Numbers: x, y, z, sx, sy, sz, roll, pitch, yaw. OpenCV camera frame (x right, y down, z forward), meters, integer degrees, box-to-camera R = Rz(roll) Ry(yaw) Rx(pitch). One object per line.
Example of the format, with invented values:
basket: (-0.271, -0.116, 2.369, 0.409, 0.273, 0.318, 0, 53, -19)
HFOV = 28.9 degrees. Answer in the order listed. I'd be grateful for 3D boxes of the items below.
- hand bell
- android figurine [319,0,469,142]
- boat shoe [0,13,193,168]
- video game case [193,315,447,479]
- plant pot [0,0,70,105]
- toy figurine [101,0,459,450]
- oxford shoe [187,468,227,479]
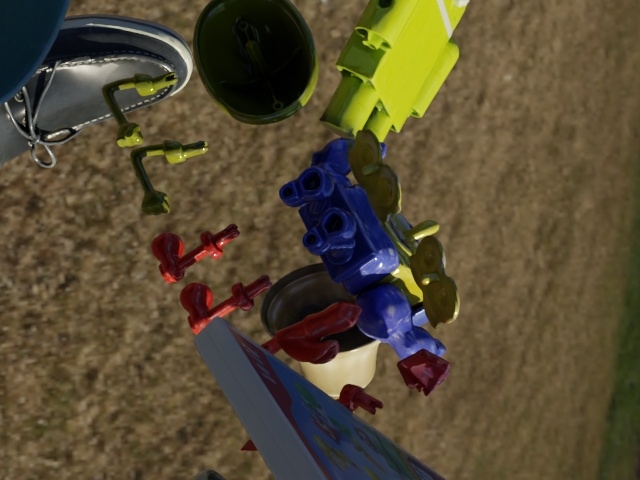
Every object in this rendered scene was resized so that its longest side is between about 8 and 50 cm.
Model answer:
hand bell: (0.020, 0.152, 1.152, 0.126, 0.126, 0.242, -59, 151, -48)
android figurine: (0.092, -0.213, 1.259, 0.272, 0.056, 0.248, -60, 162, -7)
boat shoe: (-0.413, -0.179, 1.659, 0.186, 0.500, 0.156, 94, -18, -54)
video game case: (0.056, 0.169, 0.743, 0.285, 0.025, 0.204, 40, 6, -38)
plant pot: (-0.287, -0.218, 0.699, 0.290, 0.196, 0.290, 6, 90, -72)
toy figurine: (0.000, 0.000, 0.988, 0.362, 0.191, 0.217, 62, 13, 27)
oxford shoe: (0.068, 0.278, 0.761, 0.449, 0.130, 0.169, 29, 8, -6)
